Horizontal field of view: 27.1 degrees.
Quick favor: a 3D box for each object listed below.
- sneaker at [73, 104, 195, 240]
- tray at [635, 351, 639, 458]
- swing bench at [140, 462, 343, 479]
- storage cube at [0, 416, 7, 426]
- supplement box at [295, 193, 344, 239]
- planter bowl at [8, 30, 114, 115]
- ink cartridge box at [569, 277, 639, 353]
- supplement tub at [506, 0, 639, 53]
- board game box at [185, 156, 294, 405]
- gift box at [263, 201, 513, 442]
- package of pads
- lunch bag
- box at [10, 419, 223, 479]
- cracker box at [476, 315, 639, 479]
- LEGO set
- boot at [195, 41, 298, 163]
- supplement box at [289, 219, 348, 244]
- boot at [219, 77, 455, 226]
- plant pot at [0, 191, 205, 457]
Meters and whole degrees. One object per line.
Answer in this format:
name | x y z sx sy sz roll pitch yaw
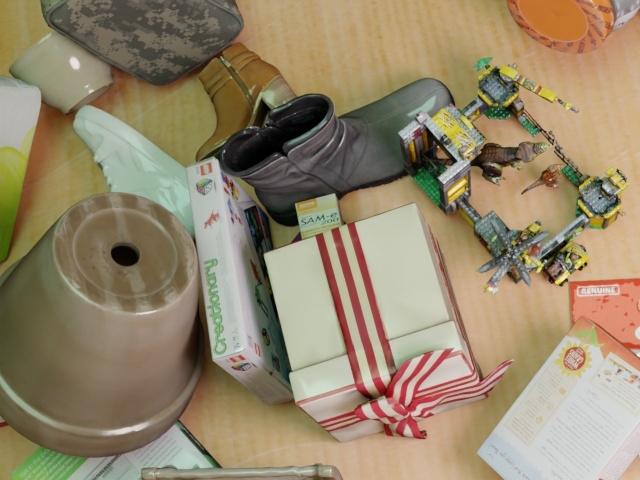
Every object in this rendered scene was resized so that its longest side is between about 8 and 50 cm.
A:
sneaker | -0.306 -0.075 2.024 0.292 0.108 0.169 36 80 21
tray | 0.538 0.208 1.687 0.270 0.030 0.145 -3 71 13
swing bench | -0.097 0.423 1.712 0.253 0.165 0.255 -2 66 13
storage cube | -0.550 0.173 1.959 0.215 0.184 0.193 -17 66 9
supplement box | 0.004 -0.011 1.911 0.062 0.036 0.098 -15 70 6
planter bowl | -0.395 -0.267 2.101 0.162 0.162 0.109 -33 93 1
ink cartridge box | 0.470 0.155 1.771 0.275 0.060 0.239 -4 71 13
supplement tub | 0.401 -0.430 1.891 0.193 0.193 0.316 23 66 21
board game box | -0.109 0.058 1.857 0.053 0.193 0.305 -19 59 13
gift box | 0.095 0.121 1.773 0.276 0.255 0.258 -20 65 14
package of pads | -0.540 -0.105 1.992 0.101 0.229 0.296 19 102 23
lunch bag | -0.287 -0.424 2.030 0.212 0.305 0.256 -33 57 25
box | -0.258 0.367 1.885 0.232 0.058 0.322 -44 68 -4
cracker box | 0.331 0.236 1.706 0.232 0.067 0.156 -53 51 7
LEGO set | 0.260 -0.102 1.819 0.255 0.192 0.331 -31 74 -2
boot | -0.146 -0.206 2.051 0.197 0.073 0.152 -38 67 -14
supplement box | 0.000 0.000 1.953 0.055 0.043 0.083 35 82 23
boot | 0.036 -0.151 1.899 0.338 0.223 0.118 -35 65 0
plant pot | -0.288 0.087 1.793 0.323 0.280 0.323 11 53 -15
